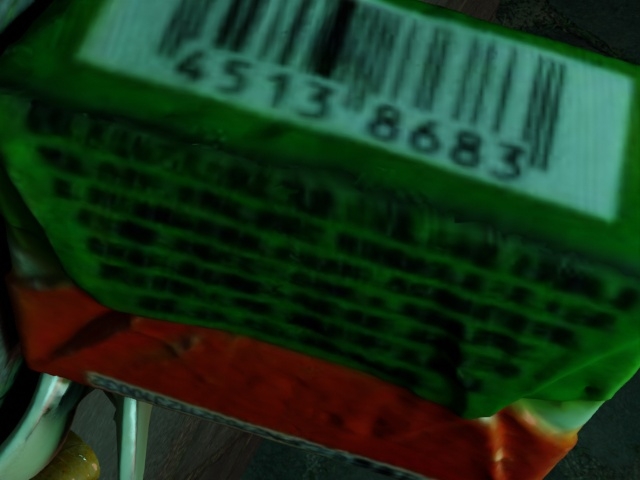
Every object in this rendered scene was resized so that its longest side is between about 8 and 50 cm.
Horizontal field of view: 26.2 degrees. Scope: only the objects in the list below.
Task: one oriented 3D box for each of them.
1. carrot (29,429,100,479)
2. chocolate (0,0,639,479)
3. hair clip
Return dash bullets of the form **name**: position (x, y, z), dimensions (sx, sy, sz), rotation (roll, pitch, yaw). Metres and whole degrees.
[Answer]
- **carrot**: position (-0.250, 0.232, 1.045), dimensions (0.224, 0.057, 0.057), rotation (-49, 166, -48)
- **chocolate**: position (0.000, 0.000, 0.814), dimensions (0.341, 0.360, 0.161), rotation (106, 1, -61)
- **hair clip**: position (-0.144, 0.079, 1.034), dimensions (0.172, 0.113, 0.282), rotation (100, 14, -69)
